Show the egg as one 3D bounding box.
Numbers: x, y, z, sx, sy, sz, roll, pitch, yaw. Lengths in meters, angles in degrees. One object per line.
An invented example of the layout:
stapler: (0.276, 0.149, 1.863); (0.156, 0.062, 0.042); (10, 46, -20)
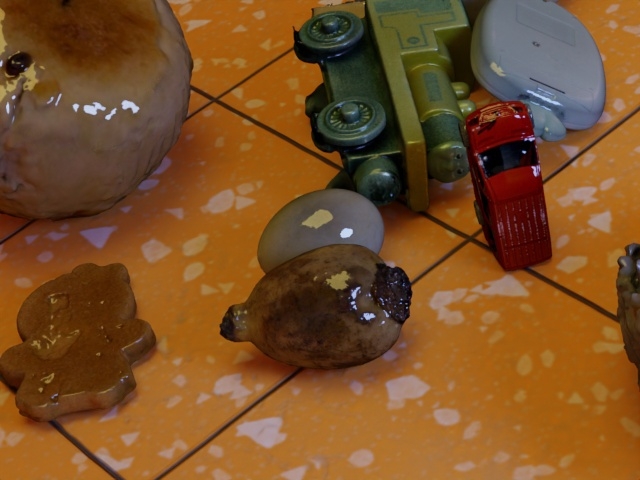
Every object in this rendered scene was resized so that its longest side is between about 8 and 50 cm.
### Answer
egg: (0.000, 0.000, 1.918); (0.152, 0.114, 0.114); (-20, 39, -1)

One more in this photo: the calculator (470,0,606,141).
calculator: (0.276, -0.223, 2.084); (0.184, 0.042, 0.295); (22, 39, -10)

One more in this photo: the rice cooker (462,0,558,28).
rice cooker: (0.231, -0.425, 2.249); (0.226, 0.244, 0.226); (-12, 38, 10)

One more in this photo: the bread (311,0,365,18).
bread: (0.062, -0.313, 2.338); (0.154, 0.028, 0.068); (-9, 40, 6)

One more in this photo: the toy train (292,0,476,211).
toy train: (0.098, -0.174, 2.079); (0.237, 0.150, 0.369); (-9, 41, -2)

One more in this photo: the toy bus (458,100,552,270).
toy bus: (0.212, -0.063, 1.860); (0.081, 0.195, 0.089); (-15, 42, 0)

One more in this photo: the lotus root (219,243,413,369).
lotus root: (-0.005, 0.075, 1.821); (0.214, 0.138, 0.138); (-6, 40, 14)

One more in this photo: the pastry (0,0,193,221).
pastry: (-0.357, -0.199, 2.110); (0.389, 0.312, 0.388); (10, 60, -18)

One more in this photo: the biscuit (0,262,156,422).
biscuit: (-0.284, 0.116, 1.936); (0.184, 0.035, 0.249); (-14, 38, 0)

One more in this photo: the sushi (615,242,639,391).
sushi: (0.482, 0.088, 1.615); (0.418, 0.175, 0.417); (-3, 42, 3)
